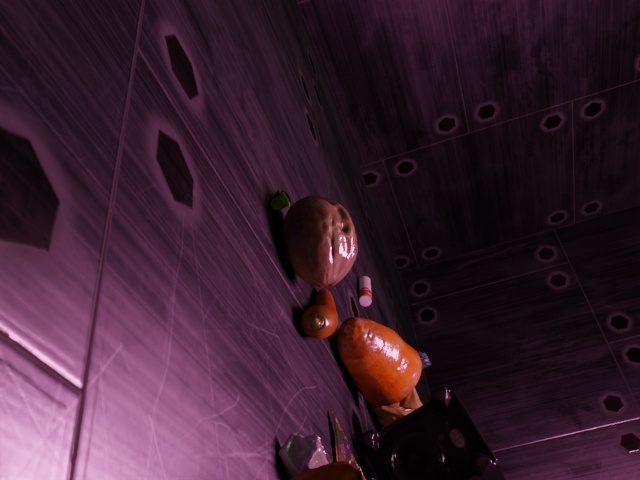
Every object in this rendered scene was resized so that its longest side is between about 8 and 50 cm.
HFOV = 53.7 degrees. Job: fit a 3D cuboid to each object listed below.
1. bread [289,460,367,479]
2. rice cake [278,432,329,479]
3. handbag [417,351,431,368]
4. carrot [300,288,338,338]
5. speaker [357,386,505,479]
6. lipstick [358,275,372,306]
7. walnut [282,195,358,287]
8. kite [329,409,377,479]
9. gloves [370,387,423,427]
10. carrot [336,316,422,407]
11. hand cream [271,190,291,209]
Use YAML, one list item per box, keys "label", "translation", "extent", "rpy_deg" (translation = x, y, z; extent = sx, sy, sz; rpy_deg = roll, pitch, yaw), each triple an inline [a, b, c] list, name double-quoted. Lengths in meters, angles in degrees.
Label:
- label: "bread"
  translation: [0.040, 0.382, 0.664]
  extent: [0.195, 0.148, 0.344]
  rpy_deg: [-103, 167, -50]
- label: "rice cake"
  translation: [0.010, 0.369, 0.815]
  extent: [0.055, 0.049, 0.270]
  rpy_deg: [-48, 122, -60]
- label: "handbag"
  translation: [0.266, 0.386, 1.962]
  extent: [0.221, 0.144, 0.057]
  rpy_deg: [46, 27, -67]
- label: "carrot"
  translation: [0.005, 0.138, 1.172]
  extent: [0.062, 0.066, 0.271]
  rpy_deg: [-63, 175, 5]
- label: "speaker"
  translation: [0.223, 0.454, 1.270]
  extent: [0.184, 0.232, 0.254]
  rpy_deg: [58, -1, 39]
- label: "lipstick"
  translation: [0.136, 0.153, 1.925]
  extent: [0.131, 0.038, 0.038]
  rpy_deg: [-83, 155, -67]
- label: "walnut"
  translation: [-0.001, 0.001, 1.130]
  extent: [0.140, 0.140, 0.162]
  rpy_deg: [52, 14, -65]
- label: "kite"
  translation: [0.065, 0.449, 1.047]
  extent: [0.321, 0.016, 0.234]
  rpy_deg: [66, 19, -1]
- label: "gloves"
  translation: [0.190, 0.389, 1.546]
  extent: [0.331, 0.141, 0.154]
  rpy_deg: [64, -16, 0]
- label: "carrot"
  translation: [0.102, 0.244, 1.355]
  extent: [0.225, 0.159, 0.159]
  rpy_deg: [46, 25, -39]
- label: "hand cream"
  translation: [-0.071, -0.073, 1.173]
  extent: [0.036, 0.023, 0.122]
  rpy_deg: [61, 9, -5]
